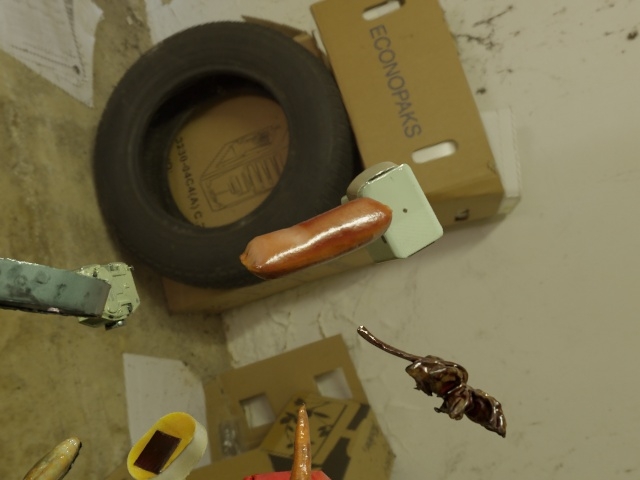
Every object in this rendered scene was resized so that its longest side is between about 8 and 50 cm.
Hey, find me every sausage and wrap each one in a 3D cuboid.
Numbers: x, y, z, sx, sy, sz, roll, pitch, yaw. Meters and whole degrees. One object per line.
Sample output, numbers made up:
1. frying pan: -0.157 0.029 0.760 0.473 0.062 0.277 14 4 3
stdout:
1. sausage: 0.000 0.000 1.008 0.089 0.300 0.083 50 -29 37

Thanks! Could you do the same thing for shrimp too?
1. shrimp: -0.571 0.507 1.150 0.058 0.173 0.253 28 24 1

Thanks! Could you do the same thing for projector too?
1. projector: 0.172 -0.073 1.431 0.242 0.163 0.177 61 -19 -4
2. projector: -0.620 0.162 1.651 0.269 0.088 0.193 -4 77 -83

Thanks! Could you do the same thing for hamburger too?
1. hamburger: -0.529 0.747 1.969 0.295 0.227 0.151 -41 133 -33

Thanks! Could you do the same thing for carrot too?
1. carrot: -0.046 0.493 1.334 0.057 0.057 0.224 54 24 -39

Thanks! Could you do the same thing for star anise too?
1. star anise: 0.172 0.205 0.814 0.234 0.073 0.177 31 -3 -17

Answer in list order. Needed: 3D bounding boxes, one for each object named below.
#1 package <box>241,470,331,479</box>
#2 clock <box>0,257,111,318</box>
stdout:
1. package: -0.107 0.959 2.085 0.196 0.424 0.123 -131 -126 -61
2. clock: -0.505 0.077 0.918 0.312 0.313 0.061 32 61 -62
